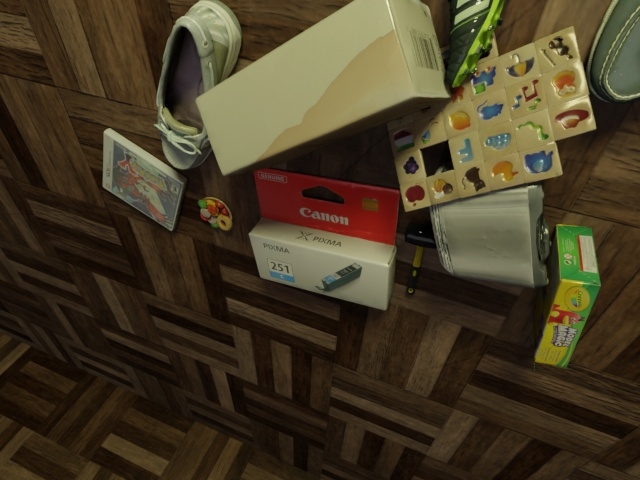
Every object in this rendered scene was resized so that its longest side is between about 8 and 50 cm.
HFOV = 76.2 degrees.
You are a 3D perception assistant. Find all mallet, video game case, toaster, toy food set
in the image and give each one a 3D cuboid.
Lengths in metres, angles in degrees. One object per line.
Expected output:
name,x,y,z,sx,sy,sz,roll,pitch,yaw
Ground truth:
mallet,0.191,0.043,0.769,0.062,0.039,0.189,8,137,19
video game case,-0.409,-0.131,0.937,0.201,0.023,0.183,33,137,-3
toaster,0.248,-0.037,0.593,0.147,0.129,0.227,0,128,31
toy food set,-0.235,-0.061,0.909,0.083,0.020,0.083,13,134,18

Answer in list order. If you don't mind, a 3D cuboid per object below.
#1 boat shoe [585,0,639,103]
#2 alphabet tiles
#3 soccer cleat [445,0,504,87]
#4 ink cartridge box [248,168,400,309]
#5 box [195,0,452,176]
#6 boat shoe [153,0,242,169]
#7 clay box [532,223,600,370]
boat shoe,0.372,-0.249,0.350,0.116,0.099,0.319,31,137,-1
alphabet tiles,0.196,-0.158,0.516,0.237,0.009,0.198,-12,87,35
soccer cleat,0.173,-0.271,0.465,0.072,0.060,0.178,30,125,24
ink cartridge box,0.000,0.000,0.806,0.296,0.066,0.261,12,135,18
box,-0.005,-0.194,0.553,0.311,0.148,0.121,-12,99,37
boat shoe,-0.223,-0.234,0.683,0.118,0.103,0.320,35,136,-5
clay box,0.379,0.100,0.647,0.053,0.127,0.222,7,133,22
